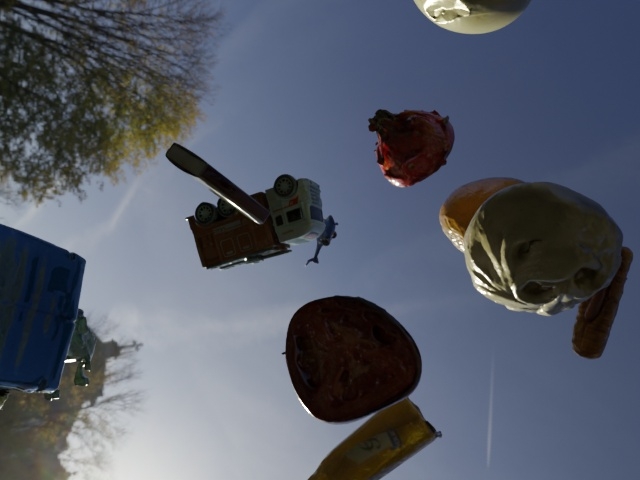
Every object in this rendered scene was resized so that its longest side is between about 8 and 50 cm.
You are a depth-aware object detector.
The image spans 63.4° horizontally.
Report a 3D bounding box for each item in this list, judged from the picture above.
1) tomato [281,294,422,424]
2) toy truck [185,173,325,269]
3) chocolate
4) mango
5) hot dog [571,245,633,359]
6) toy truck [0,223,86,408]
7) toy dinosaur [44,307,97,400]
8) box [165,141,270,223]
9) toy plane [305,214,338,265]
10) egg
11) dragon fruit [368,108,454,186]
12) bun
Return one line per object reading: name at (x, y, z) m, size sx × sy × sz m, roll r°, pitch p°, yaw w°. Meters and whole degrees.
tomato at (0.042, 0.157, 0.701) m, size 0.166 × 0.082 × 0.174 m, roll -26°, pitch -123°, yaw 0°
toy truck at (-0.140, -0.034, 1.198) m, size 0.306 × 0.136 × 0.162 m, roll -17°, pitch -99°, yaw 16°
chocolate at (0.113, 0.607, 1.410) m, size 0.445 × 0.162 × 0.162 m, roll -38°, pitch -124°, yaw -3°
mango at (0.384, -0.047, 1.123) m, size 0.186 × 0.144 × 0.359 m, roll -65°, pitch -157°, yaw -3°
hot dog at (0.501, 0.107, 0.935) m, size 0.066 × 0.047 × 0.215 m, roll 21°, pitch -87°, yaw 49°
toy truck at (-0.419, 0.071, 0.496) m, size 0.385 × 0.162 × 0.161 m, roll -5°, pitch -113°, yaw 21°
toy dinosaur at (-0.408, 0.197, 0.847) m, size 0.383 × 0.076 × 0.129 m, roll -31°, pitch -133°, yaw 59°
box at (-0.178, -0.097, 0.910) m, size 0.115 × 0.177 × 0.035 m, roll 33°, pitch -93°, yaw 40°
toy plane at (0.000, 0.000, 1.328) m, size 0.062 × 0.054 × 0.167 m, roll 28°, pitch -54°, yaw 12°
egg at (0.262, -0.486, 0.910) m, size 0.219 × 0.269 × 0.219 m, roll -39°, pitch -151°, yaw 26°
dragon fruit at (0.142, -0.176, 0.882) m, size 0.153 × 0.111 × 0.153 m, roll -32°, pitch -139°, yaw 33°
bun at (0.311, 0.030, 0.738) m, size 0.231 × 0.231 × 0.133 m, roll -25°, pitch -151°, yaw 43°
